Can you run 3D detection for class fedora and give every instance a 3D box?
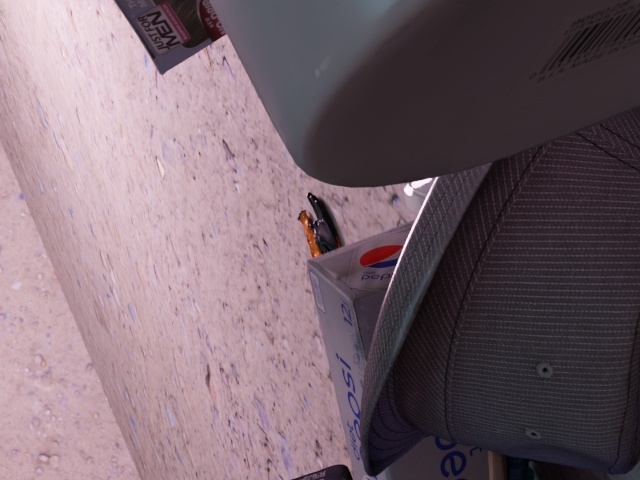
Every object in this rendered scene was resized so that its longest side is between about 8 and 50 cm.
[{"bbox_3d":[0.130,0.029,0.932,0.124,0.244,0.275,31,138,21],"label":"fedora"}]

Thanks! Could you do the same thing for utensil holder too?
[{"bbox_3d":[0.050,-0.255,0.586,0.385,0.327,0.327,64,164,12],"label":"utensil holder"}]

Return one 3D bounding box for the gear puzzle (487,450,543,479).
[{"bbox_3d":[0.143,0.269,1.211,0.175,0.044,0.339,75,-169,-47],"label":"gear puzzle"}]

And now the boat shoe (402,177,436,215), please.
[{"bbox_3d":[0.101,-0.042,1.159,0.184,0.066,0.063,-154,61,-72],"label":"boat shoe"}]

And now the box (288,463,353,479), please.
[{"bbox_3d":[-0.032,0.483,1.625,0.472,0.297,0.480,-21,-89,-87],"label":"box"}]

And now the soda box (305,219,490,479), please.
[{"bbox_3d":[0.074,0.137,1.397,0.091,0.098,0.286,40,147,59],"label":"soda box"}]

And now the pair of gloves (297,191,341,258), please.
[{"bbox_3d":[0.000,0.000,1.650,0.083,0.010,0.074,118,130,-69],"label":"pair of gloves"}]

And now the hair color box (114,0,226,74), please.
[{"bbox_3d":[-0.193,-0.337,1.613,0.374,0.113,0.185,59,-178,36],"label":"hair color box"}]
